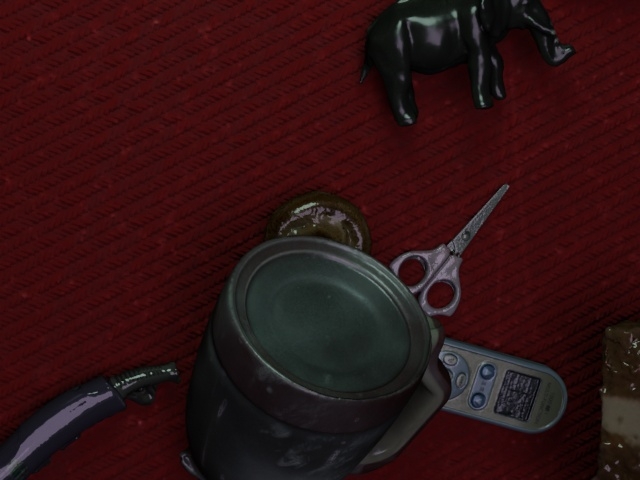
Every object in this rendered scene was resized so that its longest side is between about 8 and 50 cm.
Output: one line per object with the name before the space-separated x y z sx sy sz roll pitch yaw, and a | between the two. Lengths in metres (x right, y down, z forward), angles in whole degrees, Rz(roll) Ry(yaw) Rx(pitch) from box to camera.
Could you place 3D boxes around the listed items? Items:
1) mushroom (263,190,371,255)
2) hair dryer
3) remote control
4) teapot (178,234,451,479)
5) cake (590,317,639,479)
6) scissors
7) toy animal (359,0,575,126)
mushroom | -0.003 0.002 1.863 0.126 0.085 0.109 39 56 -10
hair dryer | -0.295 0.270 1.851 0.361 0.121 0.301 -40 112 -8
remote control | 0.180 0.168 1.942 0.244 0.047 0.087 17 92 -12
teapot | -0.003 0.178 1.812 0.315 0.233 0.312 2 138 -25
cake | 0.469 0.235 1.860 0.256 0.282 0.290 10 102 29
scissors | 0.164 0.005 1.930 0.100 0.015 0.189 39 88 -15
toy animal | 0.165 -0.220 1.841 0.245 0.114 0.146 -13 102 -8
